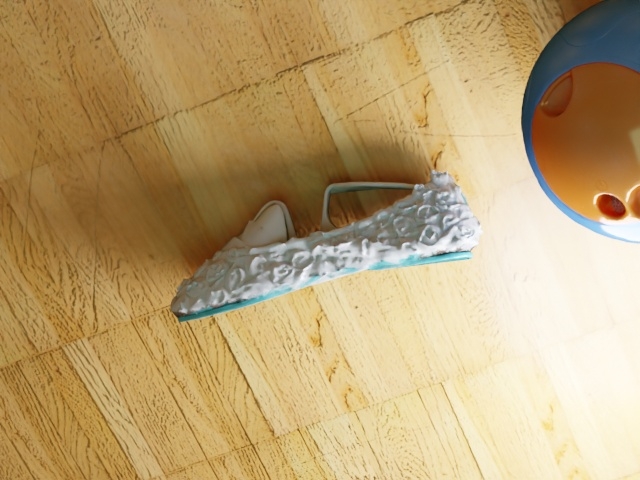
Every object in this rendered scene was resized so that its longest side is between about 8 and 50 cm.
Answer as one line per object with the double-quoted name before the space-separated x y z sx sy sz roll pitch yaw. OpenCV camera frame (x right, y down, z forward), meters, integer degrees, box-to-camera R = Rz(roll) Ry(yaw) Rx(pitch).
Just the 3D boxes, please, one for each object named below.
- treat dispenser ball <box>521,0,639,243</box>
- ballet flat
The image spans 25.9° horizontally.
"treat dispenser ball" 0.374 -0.139 1.591 0.288 0.288 0.288 1 117 1
"ballet flat" 0.000 0.000 1.782 0.408 0.147 0.147 -13 116 5
